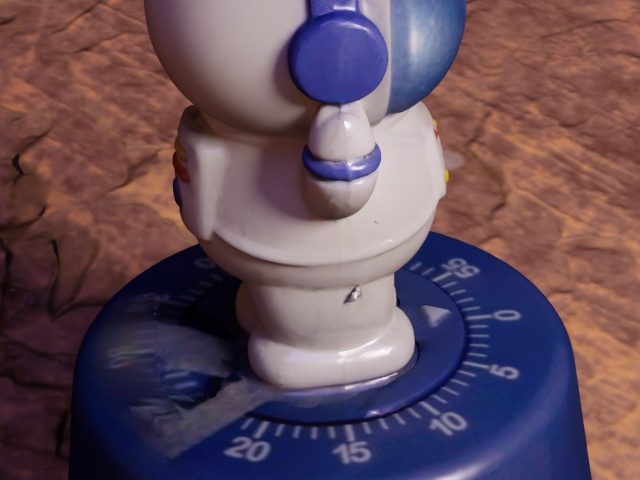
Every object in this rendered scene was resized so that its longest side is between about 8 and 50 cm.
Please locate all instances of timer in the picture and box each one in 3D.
[{"bbox_3d":[0.000,0.000,0.839,0.270,0.383,0.270,-2,32,1],"label":"timer"}]
